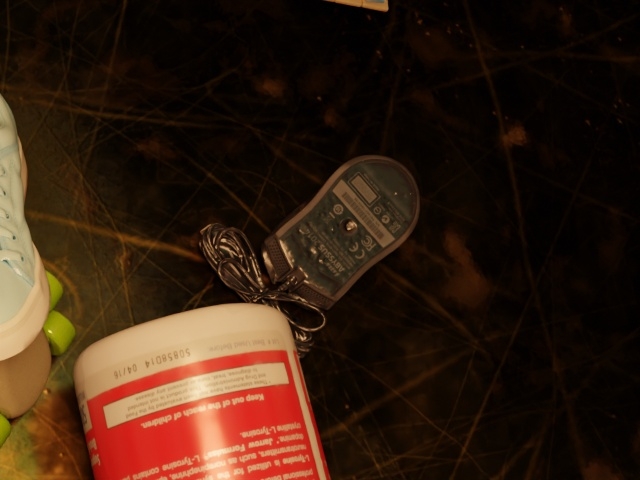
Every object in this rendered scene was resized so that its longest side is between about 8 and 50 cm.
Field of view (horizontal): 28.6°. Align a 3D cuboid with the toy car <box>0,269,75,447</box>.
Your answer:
[{"bbox_3d":[-0.372,0.096,1.265,0.188,0.149,0.155,19,55,15],"label":"toy car"}]

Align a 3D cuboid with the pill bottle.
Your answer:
[{"bbox_3d":[-0.094,0.285,1.240,0.229,0.229,0.407,-8,74,-28],"label":"pill bottle"}]

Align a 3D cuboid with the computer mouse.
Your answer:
[{"bbox_3d":[0.000,0.000,1.497,0.272,0.072,0.188,-38,91,-20],"label":"computer mouse"}]

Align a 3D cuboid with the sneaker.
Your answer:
[{"bbox_3d":[-0.349,-0.039,1.205,0.135,0.150,0.366,-17,42,-8],"label":"sneaker"}]

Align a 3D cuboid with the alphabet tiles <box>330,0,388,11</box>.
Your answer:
[{"bbox_3d":[-0.005,-0.430,1.694,0.198,0.009,0.237,6,68,-23],"label":"alphabet tiles"}]
